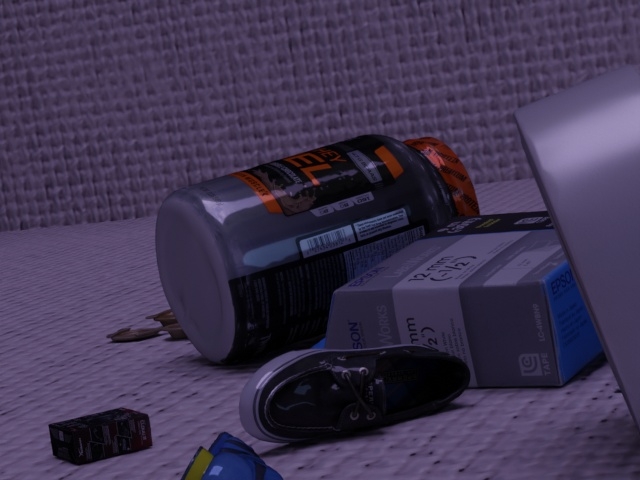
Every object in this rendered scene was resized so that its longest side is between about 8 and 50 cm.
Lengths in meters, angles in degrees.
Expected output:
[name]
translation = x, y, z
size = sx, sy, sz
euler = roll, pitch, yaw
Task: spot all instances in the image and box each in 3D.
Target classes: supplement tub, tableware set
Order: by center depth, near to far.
[supplement tub]
translation = 0.000, 0.000, 2.210
size = 0.338, 0.207, 0.207
euler = -17, 10, -26
[tableware set]
translation = -0.179, 0.106, 2.466
size = 0.169, 0.020, 0.141
euler = -3, 8, 34

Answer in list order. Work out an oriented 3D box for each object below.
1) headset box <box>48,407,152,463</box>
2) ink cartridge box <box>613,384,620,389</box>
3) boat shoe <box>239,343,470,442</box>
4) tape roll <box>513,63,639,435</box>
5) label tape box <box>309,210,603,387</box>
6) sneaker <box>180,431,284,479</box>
[headset box]
translation = -0.196, 0.176, 1.762
size = 0.083, 0.032, 0.062
euler = -10, 7, -29
[ink cartridge box]
translation = 0.350, 0.088, 1.751
size = 0.104, 0.061, 0.181
euler = -3, 8, 43
[boat shoe]
translation = 0.037, 0.133, 1.699
size = 0.228, 0.080, 0.076
euler = -3, 0, -38
[tape roll]
translation = 0.242, 0.013, 1.478
size = 0.100, 0.286, 0.286
euler = -22, 5, 6
[label tape box]
translation = 0.135, 0.056, 1.953
size = 0.348, 0.115, 0.249
euler = -1, 17, 34
[sneaker]
translation = -0.058, 0.187, 1.404
size = 0.082, 0.069, 0.209
euler = 25, -1, 3
